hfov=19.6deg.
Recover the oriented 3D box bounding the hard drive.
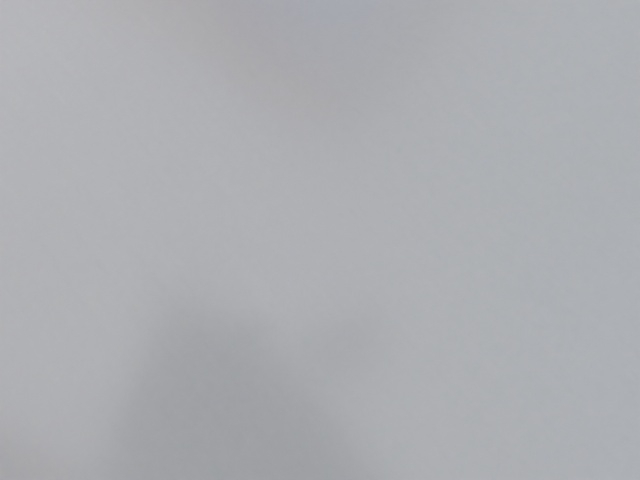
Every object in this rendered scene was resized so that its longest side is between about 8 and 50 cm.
[{"bbox_3d":[-0.020,-0.031,0.408,0.233,0.047,0.353,-37,52,-8],"label":"hard drive"}]
